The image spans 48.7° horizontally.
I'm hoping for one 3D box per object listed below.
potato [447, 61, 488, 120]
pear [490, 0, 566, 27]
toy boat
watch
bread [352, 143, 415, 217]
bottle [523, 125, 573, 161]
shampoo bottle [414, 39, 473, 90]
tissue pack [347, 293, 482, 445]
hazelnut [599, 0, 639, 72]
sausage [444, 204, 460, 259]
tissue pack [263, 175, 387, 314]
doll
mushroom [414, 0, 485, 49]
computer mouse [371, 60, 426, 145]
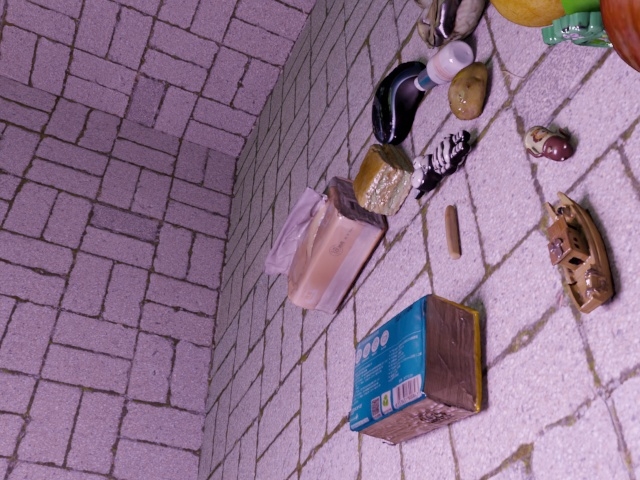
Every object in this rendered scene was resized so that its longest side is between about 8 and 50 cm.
[{"bbox_3d":[0.307,-0.314,1.475,0.091,0.070,0.137,-42,34,56],"label":"potato"},{"bbox_3d":[0.382,-0.469,1.190,0.209,0.209,0.208,-162,90,-72],"label":"pear"},{"bbox_3d":[0.358,0.013,1.001,0.064,0.072,0.206,-54,26,40],"label":"toy boat"},{"bbox_3d":[0.418,-0.368,1.044,0.131,0.166,0.151,-170,82,-65],"label":"watch"},{"bbox_3d":[0.150,-0.155,1.742,0.138,0.102,0.196,-61,19,24],"label":"bread"},{"bbox_3d":[0.376,-0.158,1.157,0.063,0.047,0.101,-57,22,12],"label":"bottle"},{"bbox_3d":[0.277,-0.394,1.636,0.192,0.074,0.073,155,130,-66],"label":"shampoo bottle"},{"bbox_3d":[0.166,0.237,1.252,0.271,0.134,0.192,135,149,-54],"label":"tissue pack"},{"bbox_3d":[0.458,-0.304,0.871,0.186,0.210,0.210,-49,15,-11],"label":"hazelnut"},{"bbox_3d":[0.260,-0.018,1.402,0.024,0.024,0.132,126,154,-45],"label":"sausage"},{"bbox_3d":[0.000,0.000,1.836,0.238,0.239,0.305,-97,31,-54],"label":"tissue pack"},{"bbox_3d":[0.248,-0.163,1.511,0.219,0.067,0.091,135,144,-58],"label":"doll"},{"bbox_3d":[0.303,-0.583,1.682,0.344,0.130,0.247,-101,17,-59],"label":"mushroom"},{"bbox_3d":[0.193,-0.359,1.818,0.233,0.097,0.137,-71,18,-3],"label":"computer mouse"}]
